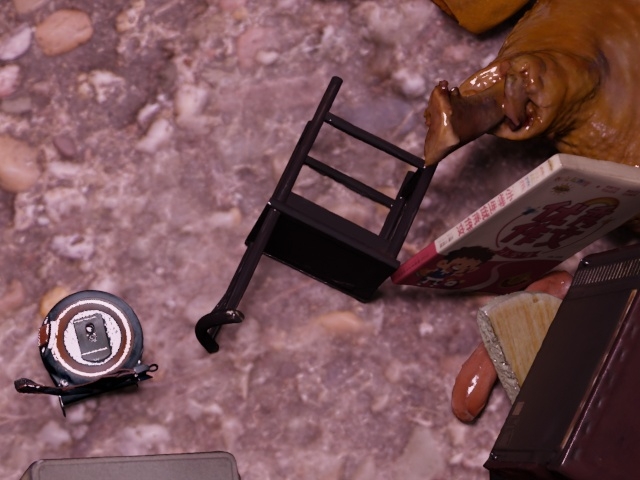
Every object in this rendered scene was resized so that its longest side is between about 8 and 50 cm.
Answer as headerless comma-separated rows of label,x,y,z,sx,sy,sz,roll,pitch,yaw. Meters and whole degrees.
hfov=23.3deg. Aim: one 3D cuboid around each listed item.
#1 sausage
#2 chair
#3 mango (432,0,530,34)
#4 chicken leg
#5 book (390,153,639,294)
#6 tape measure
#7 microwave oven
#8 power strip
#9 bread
sausage,0.186,0.099,1.525,0.043,0.043,0.186,41,72,1
chair,0.000,0.000,1.456,0.141,0.154,0.260,26,71,-3
mango,0.204,-0.373,1.578,0.187,0.144,0.359,2,69,36
chicken leg,0.256,-0.119,1.486,0.409,0.182,0.295,-24,100,-41
book,0.195,-0.009,1.431,0.162,0.232,0.022,6,60,-40
tape measure,-0.214,0.091,1.388,0.104,0.180,0.107,-20,81,2
microwave oven,0.296,0.148,1.414,0.188,0.178,0.247,31,76,-15
power strip,-0.168,0.295,1.397,0.213,0.064,0.198,1,74,-24
bread,0.224,0.124,1.508,0.112,0.036,0.193,-32,108,-26
